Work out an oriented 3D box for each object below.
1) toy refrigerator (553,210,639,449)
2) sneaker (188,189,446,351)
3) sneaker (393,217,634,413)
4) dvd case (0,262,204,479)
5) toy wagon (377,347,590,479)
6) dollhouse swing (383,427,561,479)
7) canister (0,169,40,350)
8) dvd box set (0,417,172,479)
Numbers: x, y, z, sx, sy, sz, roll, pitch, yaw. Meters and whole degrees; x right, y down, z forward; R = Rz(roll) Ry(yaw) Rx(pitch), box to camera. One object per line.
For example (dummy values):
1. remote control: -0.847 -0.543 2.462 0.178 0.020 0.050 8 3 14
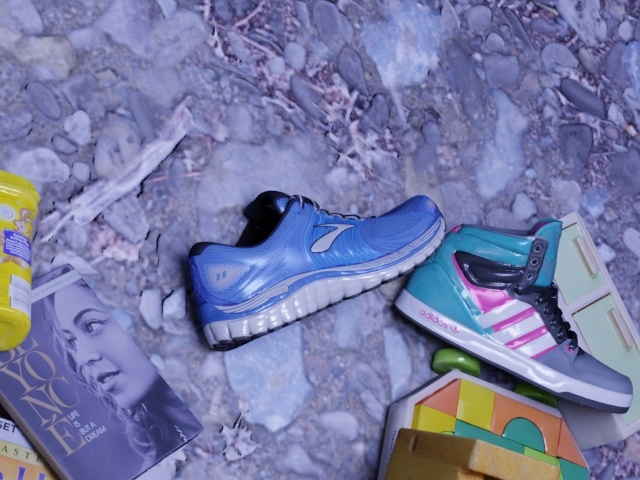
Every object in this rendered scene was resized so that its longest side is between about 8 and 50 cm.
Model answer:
1. toy refrigerator: 0.319 0.109 1.672 0.102 0.094 0.269 -23 86 -35
2. sneaker: 0.000 0.000 1.493 0.330 0.130 0.147 -21 88 -35
3. sneaker: 0.253 0.066 1.565 0.296 0.124 0.178 26 96 -1
4. dvd case: -0.234 0.135 1.314 0.221 0.018 0.164 49 40 9
5. toy wagon: 0.222 0.286 1.566 0.344 0.068 0.267 23 63 -23
6. dollhouse swing: 0.191 0.397 1.339 0.305 0.315 0.346 20 80 -13
7. canister: -0.332 0.013 1.281 0.126 0.073 0.170 15 44 -26
8. dvd box set: -0.302 0.360 1.181 0.308 0.062 0.420 23 54 -23
